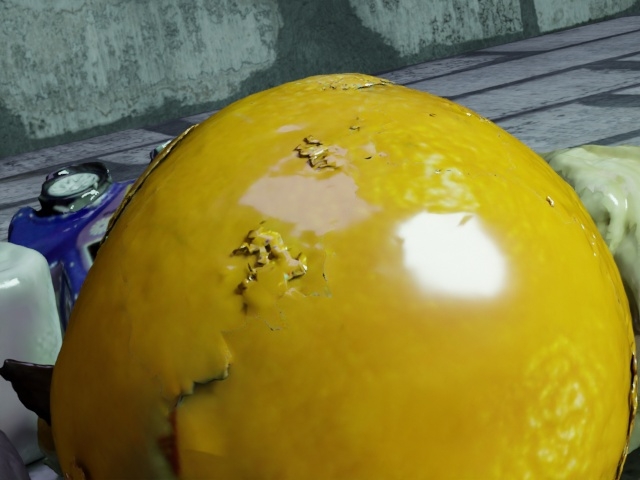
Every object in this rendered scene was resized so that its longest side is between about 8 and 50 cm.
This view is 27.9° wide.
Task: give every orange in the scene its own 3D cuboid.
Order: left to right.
[{"bbox_3d":[0.007,0.055,0.539,0.246,0.246,0.246,-10,13,2],"label":"orange"}]

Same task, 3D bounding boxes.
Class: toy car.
[{"bbox_3d":[-0.120,0.038,0.936,0.235,0.172,0.158,-12,26,12],"label":"toy car"}]

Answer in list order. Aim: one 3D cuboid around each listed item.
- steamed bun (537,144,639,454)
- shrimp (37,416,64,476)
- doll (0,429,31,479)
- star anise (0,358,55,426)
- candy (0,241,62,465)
[{"bbox_3d":[0.190,0.036,0.714,0.247,0.189,0.428,18,-9,-43],"label":"steamed bun"},{"bbox_3d":[-0.086,0.111,0.786,0.166,0.161,0.049,21,41,-12],"label":"shrimp"},{"bbox_3d":[-0.226,0.164,0.508,0.151,0.151,0.287,-5,18,22],"label":"doll"},{"bbox_3d":[-0.103,0.109,0.702,0.140,0.158,0.144,-19,-8,-31],"label":"star anise"},{"bbox_3d":[-0.349,0.087,0.927,0.208,0.145,0.358,-22,17,-38],"label":"candy"}]
